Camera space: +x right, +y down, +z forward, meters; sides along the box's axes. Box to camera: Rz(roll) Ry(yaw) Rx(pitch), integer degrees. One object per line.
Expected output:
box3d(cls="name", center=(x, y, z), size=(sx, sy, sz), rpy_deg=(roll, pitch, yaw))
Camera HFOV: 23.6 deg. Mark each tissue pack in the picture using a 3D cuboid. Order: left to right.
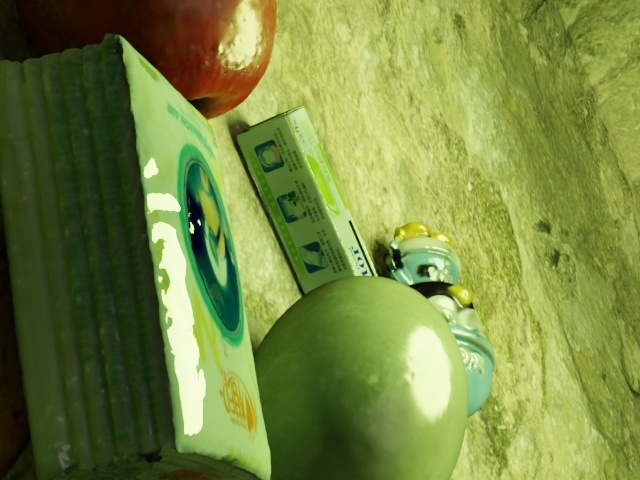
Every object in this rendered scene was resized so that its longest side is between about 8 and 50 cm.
box3d(cls="tissue pack", center=(-0.173, 0.039, 1.423), size=(0.287, 0.162, 0.388), rpy_deg=(44, 34, -69))

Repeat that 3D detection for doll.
box3d(cls="doll", center=(0.154, 0.121, 2.070), size=(0.177, 0.141, 0.314), rpy_deg=(24, 47, -35))

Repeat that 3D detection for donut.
box3d(cls="donut", center=(-0.320, 0.085, 1.347), size=(0.152, 0.101, 0.259), rpy_deg=(-31, 98, -61))

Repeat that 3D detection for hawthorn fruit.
box3d(cls="hawthorn fruit", center=(-0.178, -0.254, 1.620), size=(0.284, 0.284, 0.284), rpy_deg=(36, 44, -44))

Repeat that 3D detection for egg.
box3d(cls="egg", center=(0.037, 0.192, 1.717), size=(0.258, 0.258, 0.352), rpy_deg=(48, 41, -34))

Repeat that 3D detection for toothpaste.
box3d(cls="toothpaste", center=(0.000, 0.000, 1.947), size=(0.336, 0.081, 0.067), rpy_deg=(66, 26, -7))

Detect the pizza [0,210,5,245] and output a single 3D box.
box3d(cls="pizza", center=(-0.265, 0.001, 1.549), size=(0.178, 0.041, 0.131), rpy_deg=(35, 47, -45))
